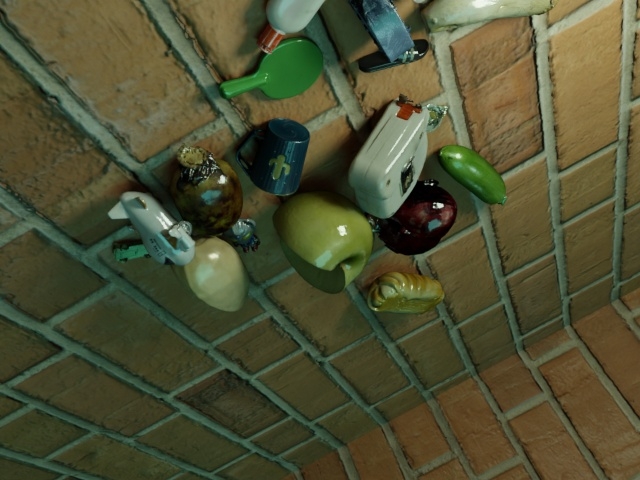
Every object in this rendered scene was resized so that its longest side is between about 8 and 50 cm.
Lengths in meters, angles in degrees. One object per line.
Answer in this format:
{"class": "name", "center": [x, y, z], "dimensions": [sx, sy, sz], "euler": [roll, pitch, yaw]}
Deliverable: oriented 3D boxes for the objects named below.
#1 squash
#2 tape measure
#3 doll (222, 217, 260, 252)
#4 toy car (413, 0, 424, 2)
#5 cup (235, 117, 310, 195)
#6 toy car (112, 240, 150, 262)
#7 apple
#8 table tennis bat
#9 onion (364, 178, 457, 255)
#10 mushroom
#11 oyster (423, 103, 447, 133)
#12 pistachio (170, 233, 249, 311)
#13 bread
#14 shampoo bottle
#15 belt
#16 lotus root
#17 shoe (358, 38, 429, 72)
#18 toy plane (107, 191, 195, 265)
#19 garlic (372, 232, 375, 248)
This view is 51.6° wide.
{"class": "squash", "center": [0.484, -0.197, 2.037], "dimensions": [0.107, 0.107, 0.395], "euler": [-41, 141, 19]}
{"class": "tape measure", "center": [0.190, -0.206, 1.749], "dimensions": [0.258, 0.130, 0.265], "euler": [-58, 155, -18]}
{"class": "doll", "center": [-0.226, -0.019, 1.857], "dimensions": [0.104, 0.062, 0.194], "euler": [8, 156, 17]}
{"class": "toy car", "center": [0.236, -0.589, 1.440], "dimensions": [0.069, 0.055, 0.142], "euler": [10, 121, -50]}
{"class": "cup", "center": [-0.117, -0.217, 1.642], "dimensions": [0.177, 0.131, 0.155], "euler": [15, 127, -11]}
{"class": "toy car", "center": [-0.491, 0.023, 1.767], "dimensions": [0.122, 0.035, 0.059], "euler": [-14, 143, -31]}
{"class": "apple", "center": [0.014, -0.015, 1.839], "dimensions": [0.233, 0.258, 0.295], "euler": [-38, 147, -8]}
{"class": "table tennis bat", "center": [-0.111, -0.377, 1.508], "dimensions": [0.257, 0.039, 0.160], "euler": [-22, 145, -14]}
{"class": "onion", "center": [0.282, -0.069, 1.946], "dimensions": [0.281, 0.221, 0.281], "euler": [5, 172, 1]}
{"class": "mushroom", "center": [0.403, -0.556, 1.555], "dimensions": [0.351, 0.095, 0.122], "euler": [-14, 160, -14]}
{"class": "oyster", "center": [0.284, -0.338, 1.808], "dimensions": [0.100, 0.037, 0.098], "euler": [17, 110, -18]}
{"class": "pistachio", "center": [-0.303, 0.094, 1.843], "dimensions": [0.188, 0.187, 0.299], "euler": [-29, 141, 3]}
{"class": "bread", "center": [0.308, 0.189, 2.393], "dimensions": [0.311, 0.121, 0.173], "euler": [10, 134, -40]}
{"class": "shampoo bottle", "center": [-0.058, -0.489, 1.383], "dimensions": [0.108, 0.051, 0.221], "euler": [12, 129, -44]}
{"class": "belt", "center": [0.134, -0.478, 1.440], "dimensions": [0.082, 0.141, 0.190], "euler": [-36, 140, 11]}
{"class": "lotus root", "center": [-0.276, -0.104, 1.650], "dimensions": [0.169, 0.141, 0.314], "euler": [-19, 144, -7]}
{"class": "shoe", "center": [0.174, -0.450, 1.566], "dimensions": [0.179, 0.071, 0.049], "euler": [-18, 140, -4]}
{"class": "toy plane", "center": [-0.407, -0.025, 1.629], "dimensions": [0.117, 0.245, 0.244], "euler": [-52, 152, -25]}
{"class": "garlic", "center": [0.100, 0.015, 2.064], "dimensions": [0.159, 0.102, 0.147], "euler": [-35, 142, 10]}
